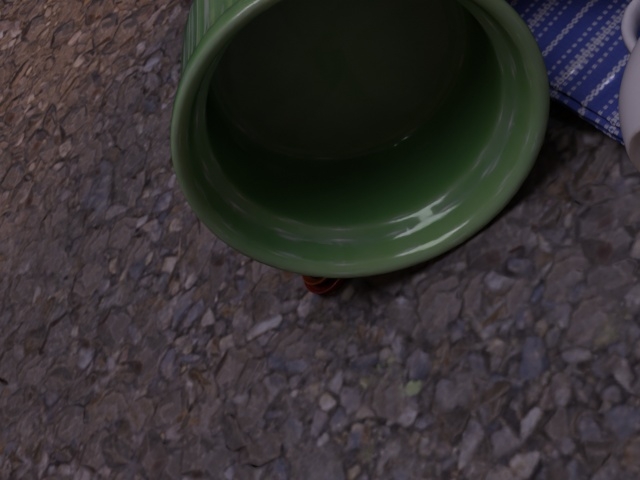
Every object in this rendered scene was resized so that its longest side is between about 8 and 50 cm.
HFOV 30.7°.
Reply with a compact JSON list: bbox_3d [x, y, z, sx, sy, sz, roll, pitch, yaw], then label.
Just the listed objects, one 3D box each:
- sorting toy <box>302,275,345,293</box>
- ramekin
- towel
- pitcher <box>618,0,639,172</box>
[{"bbox_3d":[0.000,0.000,1.095,0.061,0.042,0.102,-30,47,25],"label":"sorting toy"},{"bbox_3d":[0.024,-0.128,0.974,0.303,0.303,0.148,-36,37,20],"label":"ramekin"},{"bbox_3d":[0.286,-0.197,0.973,0.243,0.040,0.336,-49,44,4],"label":"towel"},{"bbox_3d":[0.273,-0.130,0.839,0.178,0.125,0.207,-11,44,53],"label":"pitcher"}]
